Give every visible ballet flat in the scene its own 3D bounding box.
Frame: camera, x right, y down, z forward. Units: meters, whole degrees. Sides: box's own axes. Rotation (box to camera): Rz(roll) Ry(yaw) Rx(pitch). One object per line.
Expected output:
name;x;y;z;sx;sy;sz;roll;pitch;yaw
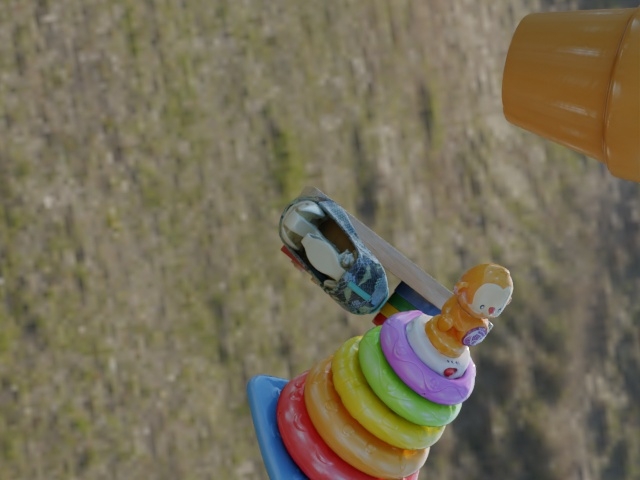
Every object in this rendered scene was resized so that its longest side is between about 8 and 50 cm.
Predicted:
ballet flat;0.000;0.000;1.562;0.188;0.070;0.070;43;-25;49

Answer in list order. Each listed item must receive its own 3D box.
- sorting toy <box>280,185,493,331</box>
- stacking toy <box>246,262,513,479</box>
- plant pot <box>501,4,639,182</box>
sorting toy;0.062;0.047;1.996;0.257;0.089;0.255;38;0;-3
stacking toy;0.083;0.127;1.573;0.175;0.302;0.166;16;39;-36
plant pot;0.312;-0.177;1.876;0.205;0.188;0.205;12;90;-68
